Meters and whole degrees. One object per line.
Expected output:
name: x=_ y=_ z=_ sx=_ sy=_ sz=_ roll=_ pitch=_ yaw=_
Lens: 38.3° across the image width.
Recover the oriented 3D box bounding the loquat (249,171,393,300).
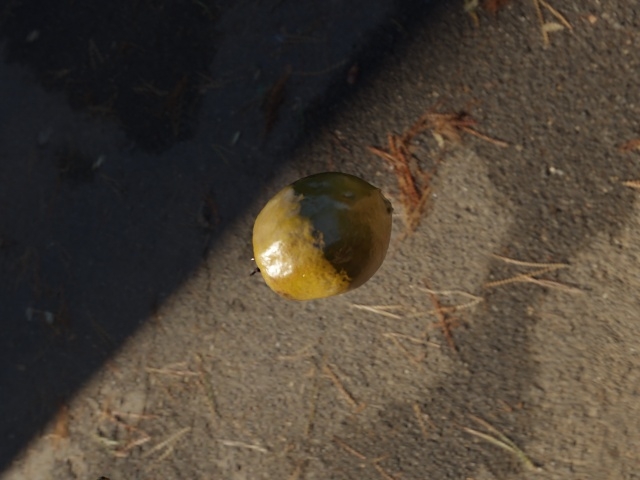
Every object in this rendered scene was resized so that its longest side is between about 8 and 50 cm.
loquat: x=0.000 y=0.000 z=1.352 sx=0.234 sy=0.187 sz=0.176 roll=-28 pitch=45 yaw=5

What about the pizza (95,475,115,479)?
pizza: x=-0.330 y=0.360 z=1.257 sx=0.134 sy=0.175 sz=0.046 roll=-26 pitch=84 yaw=32
